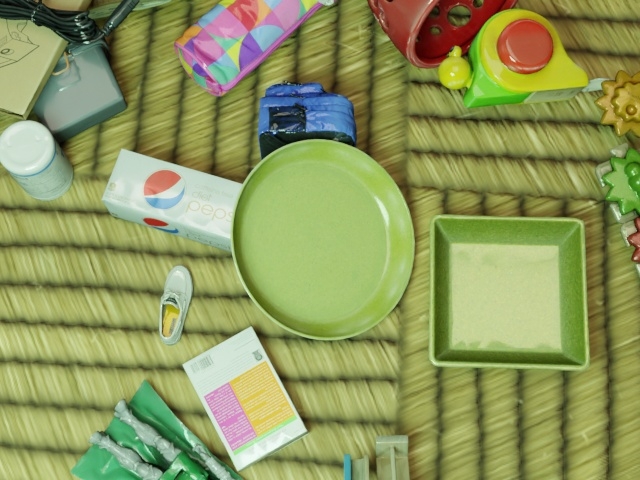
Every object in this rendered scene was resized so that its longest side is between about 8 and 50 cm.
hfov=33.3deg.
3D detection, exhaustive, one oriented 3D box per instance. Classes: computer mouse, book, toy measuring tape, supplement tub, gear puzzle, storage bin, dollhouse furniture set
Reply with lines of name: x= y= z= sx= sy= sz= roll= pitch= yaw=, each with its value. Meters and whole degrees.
computer mouse: x=-0.281 y=-0.360 z=1.327 sx=0.184 sy=0.060 sz=0.262 roll=26 pitch=66 yaw=19
book: x=-0.090 y=0.188 z=1.273 sx=0.096 sy=0.035 sz=0.144 roll=-28 pitch=74 yaw=-4
toy measuring tape: x=0.306 y=-0.239 z=1.356 sx=0.330 sy=0.121 sz=0.121 roll=-6 pitch=73 yaw=-9
supplement tub: x=-0.353 y=-0.098 z=1.328 sx=0.071 sy=0.107 sz=0.071 roll=0 pitch=74 yaw=1
gear puzzle: x=0.438 y=-0.057 z=1.296 sx=0.175 sy=0.044 sz=0.339 roll=-21 pitch=84 yaw=-5
storage bin: x=-0.316 y=-0.192 z=1.369 sx=0.135 sy=0.098 sz=0.091 roll=-29 pitch=85 yaw=-7
dollhouse furniture set: x=0.038 y=0.332 z=1.193 sx=0.129 sy=0.129 sz=0.184 roll=-1 pitch=49 yaw=2

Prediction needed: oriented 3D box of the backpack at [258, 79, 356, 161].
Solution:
backpack: x=-0.014 y=-0.146 z=1.339 sx=0.120 sy=0.098 sz=0.101 roll=1 pitch=69 yaw=3

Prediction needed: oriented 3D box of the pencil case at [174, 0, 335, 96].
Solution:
pencil case: x=-0.078 y=-0.289 z=1.386 sx=0.236 sy=0.104 sz=0.104 roll=-42 pitch=76 yaw=-9

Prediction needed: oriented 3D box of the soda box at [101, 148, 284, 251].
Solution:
soda box: x=-0.155 y=-0.042 z=1.326 sx=0.216 sy=0.069 sz=0.074 roll=17 pitch=74 yaw=7

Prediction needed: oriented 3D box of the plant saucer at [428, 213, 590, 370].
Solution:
plant saucer: x=0.224 y=0.066 z=1.293 sx=0.188 sy=0.045 sz=0.188 roll=2 pitch=72 yaw=2

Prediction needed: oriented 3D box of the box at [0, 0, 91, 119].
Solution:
box: x=-0.395 y=-0.256 z=1.335 sx=0.164 sy=0.021 sz=0.201 roll=16 pitch=67 yaw=15

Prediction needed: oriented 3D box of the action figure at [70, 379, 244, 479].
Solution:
action figure: x=-0.156 y=0.278 z=1.234 sx=0.232 sy=0.063 sz=0.137 roll=34 pitch=74 yaw=8

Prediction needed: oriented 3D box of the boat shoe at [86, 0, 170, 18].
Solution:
boat shoe: x=-0.297 y=-0.340 z=1.422 sx=0.285 sy=0.089 sz=0.105 roll=0 pitch=88 yaw=5

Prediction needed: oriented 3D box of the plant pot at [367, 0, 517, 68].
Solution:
plant pot: x=0.136 y=-0.340 z=1.350 sx=0.191 sy=0.191 sz=0.174 roll=-36 pitch=69 yaw=-9

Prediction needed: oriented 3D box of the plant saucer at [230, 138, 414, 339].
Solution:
plant saucer: x=0.000 y=0.000 z=1.283 sx=0.241 sy=0.037 sz=0.241 roll=4 pitch=81 yaw=-24

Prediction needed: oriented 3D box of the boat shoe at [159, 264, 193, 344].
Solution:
boat shoe: x=-0.179 y=0.076 z=1.307 sx=0.035 sy=0.035 sz=0.100 roll=9 pitch=74 yaw=5
